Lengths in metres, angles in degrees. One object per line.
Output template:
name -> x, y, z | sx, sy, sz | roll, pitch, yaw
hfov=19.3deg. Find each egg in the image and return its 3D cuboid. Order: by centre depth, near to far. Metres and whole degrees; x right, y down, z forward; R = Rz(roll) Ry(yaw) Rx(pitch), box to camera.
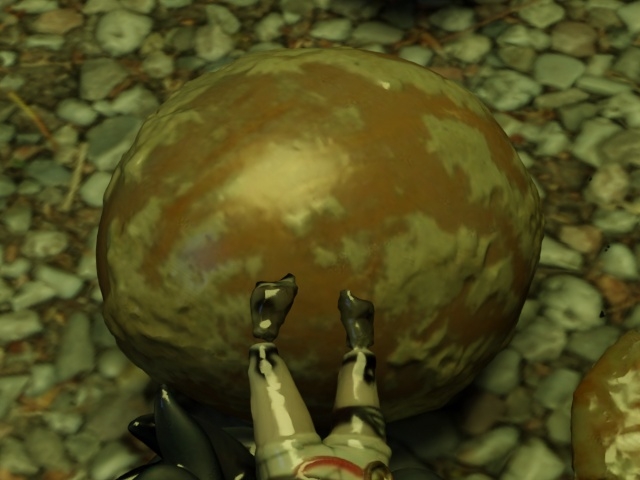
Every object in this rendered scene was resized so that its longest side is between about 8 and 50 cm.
egg -> 0.000, 0.000, 0.957 | 0.245, 0.203, 0.203 | -11, 43, -35

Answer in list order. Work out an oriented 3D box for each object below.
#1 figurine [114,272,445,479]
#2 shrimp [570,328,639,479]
figurine -> -0.006, 0.170, 0.793 | 0.175, 0.197, 0.265 | 0, 48, -3
shrimp -> 0.263, 0.130, 0.933 | 0.294, 0.062, 0.154 | 18, 60, 22
